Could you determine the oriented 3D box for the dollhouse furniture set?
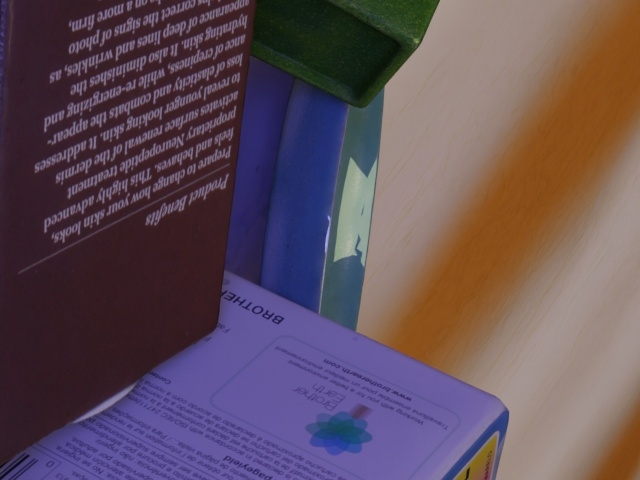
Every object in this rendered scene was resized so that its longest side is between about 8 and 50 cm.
[{"bbox_3d":[0.038,-0.230,0.886,0.198,0.151,0.301,-66,-171,-27],"label":"dollhouse furniture set"}]

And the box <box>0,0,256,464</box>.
[{"bbox_3d":[-0.128,-0.111,0.803,0.191,0.143,0.381,-31,135,-53],"label":"box"}]

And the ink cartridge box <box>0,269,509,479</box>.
[{"bbox_3d":[-0.126,0.176,0.875,0.395,0.270,0.151,-39,145,-46],"label":"ink cartridge box"}]

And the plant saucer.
[{"bbox_3d":[0.000,0.000,1.142,0.317,0.043,0.318,7,90,-84],"label":"plant saucer"}]
